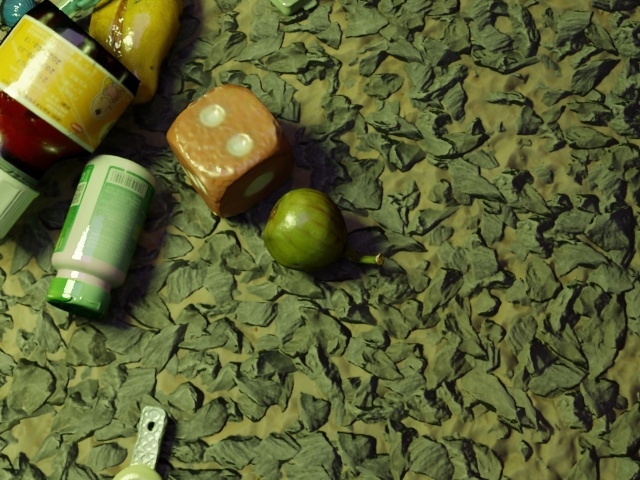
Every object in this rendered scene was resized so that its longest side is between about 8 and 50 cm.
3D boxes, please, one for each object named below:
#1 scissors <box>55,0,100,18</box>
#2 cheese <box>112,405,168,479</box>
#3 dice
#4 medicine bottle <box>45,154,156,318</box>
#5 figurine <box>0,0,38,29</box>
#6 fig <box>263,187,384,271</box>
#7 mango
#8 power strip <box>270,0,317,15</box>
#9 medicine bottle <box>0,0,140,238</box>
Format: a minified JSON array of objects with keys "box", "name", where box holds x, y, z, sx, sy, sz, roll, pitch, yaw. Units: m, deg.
[{"box":[-0.506,-0.437,1.729,0.289,0.041,0.138,-35,39,15],"name":"scissors"},{"box":[-0.293,0.392,1.474,0.127,0.049,0.235,10,72,5],"name":"cheese"},{"box":[-0.162,-0.163,1.608,0.175,0.174,0.179,-34,74,-9],"name":"dice"},{"box":[-0.390,-0.004,1.574,0.134,0.133,0.274,13,70,5],"name":"medicine bottle"},{"box":[-0.632,-0.460,1.774,0.149,0.087,0.086,2,108,2],"name":"figurine"},{"box":[-0.004,-0.014,1.585,0.186,0.148,0.142,22,50,-33],"name":"fig"},{"box":[-0.359,-0.408,1.724,0.177,0.120,0.294,4,69,10],"name":"mango"},{"box":[-0.102,-0.573,1.824,0.118,0.046,0.270,-39,74,-12],"name":"power strip"},{"box":[-0.512,-0.201,1.560,0.242,0.242,0.395,37,90,13],"name":"medicine bottle"}]
